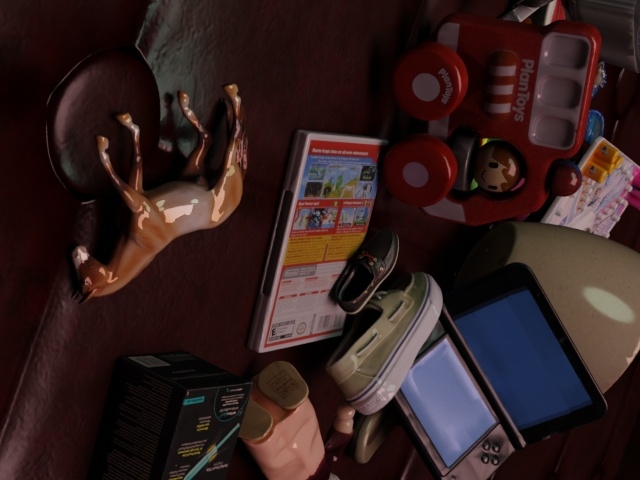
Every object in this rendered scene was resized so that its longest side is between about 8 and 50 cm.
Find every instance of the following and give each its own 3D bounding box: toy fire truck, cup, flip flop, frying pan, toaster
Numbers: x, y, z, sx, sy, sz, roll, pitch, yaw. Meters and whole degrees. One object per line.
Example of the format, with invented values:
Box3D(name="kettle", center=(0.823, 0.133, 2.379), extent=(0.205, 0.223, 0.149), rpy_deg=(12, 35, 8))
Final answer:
Box3D(name="toy fire truck", center=(0.233, -0.156, 1.399), extent=(0.169, 0.254, 0.302), rpy_deg=(-43, 141, -56))
Box3D(name="cup", center=(0.366, 0.100, 1.758), extent=(0.237, 0.331, 0.331), rpy_deg=(33, 73, -13))
Box3D(name="flip flop", center=(0.144, 0.255, 1.684), extent=(0.277, 0.080, 0.112), rpy_deg=(-49, 143, -32))
Box3D(name="frying pan", center=(0.311, -0.355, 1.466), extent=(0.326, 0.053, 0.197), rpy_deg=(-50, -172, -11))
Box3D(name="toaster", center=(0.538, -0.414, 1.873), extent=(0.129, 0.146, 0.227), rpy_deg=(-58, 148, -22))

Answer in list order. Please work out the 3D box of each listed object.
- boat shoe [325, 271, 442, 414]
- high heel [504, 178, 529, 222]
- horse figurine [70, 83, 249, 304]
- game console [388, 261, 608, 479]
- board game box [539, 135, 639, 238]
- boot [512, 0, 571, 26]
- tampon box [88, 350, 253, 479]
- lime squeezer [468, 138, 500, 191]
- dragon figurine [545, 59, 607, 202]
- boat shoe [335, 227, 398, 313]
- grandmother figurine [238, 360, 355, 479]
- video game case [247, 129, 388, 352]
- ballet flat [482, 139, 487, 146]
Box3D(name="boat shoe", center=(0.097, 0.122, 1.496), extent=(0.094, 0.109, 0.302), rpy_deg=(48, 34, -12))
Box3D(name="high heel", center=(0.307, -0.101, 1.781), extent=(0.117, 0.082, 0.244), rpy_deg=(-16, 147, -12))
Box3D(name="horse figurine", center=(-0.147, -0.059, 1.055), extent=(0.263, 0.066, 0.174), rpy_deg=(-32, 127, -43))
Box3D(name="game console", center=(0.258, 0.224, 1.608), extent=(0.250, 0.173, 0.293), rpy_deg=(-36, 98, -32))
Box3D(name="board game box", center=(0.515, 0.005, 2.070), extent=(0.390, 0.050, 0.390), rpy_deg=(-59, 151, 10))
Box3D(name="boot", center=(0.349, -0.299, 1.700), extent=(0.176, 0.088, 0.244), rpy_deg=(37, 71, -60))
Box3D(name="tampon box", center=(-0.167, 0.217, 1.142), extent=(0.120, 0.101, 0.161), rpy_deg=(5, 103, -58))
Box3D(name="lime squeezer", center=(0.291, -0.144, 1.643), extent=(0.310, 0.110, 0.059), rpy_deg=(-51, -166, 34))
Box3D(name="dragon figurine", center=(0.483, -0.207, 1.962), extent=(0.144, 0.085, 0.289), rpy_deg=(-41, 137, -40))
Box3D(name="boat shoe", center=(0.065, 0.038, 1.415), extent=(0.133, 0.049, 0.042), rpy_deg=(-57, 155, -13))
Box3D(name="grandmother figurine", center=(-0.031, 0.298, 1.423), extent=(0.208, 0.104, 0.342), rpy_deg=(-33, 141, -14))
Box3D(name="video game case", center=(0.000, 0.000, 1.363), extent=(0.204, 0.025, 0.285), rpy_deg=(-4, 110, -57))
Box3D(name="ballet flat", center=(0.237, -0.214, 1.582), extent=(0.077, 0.077, 0.231), rpy_deg=(13, 98, -43))
